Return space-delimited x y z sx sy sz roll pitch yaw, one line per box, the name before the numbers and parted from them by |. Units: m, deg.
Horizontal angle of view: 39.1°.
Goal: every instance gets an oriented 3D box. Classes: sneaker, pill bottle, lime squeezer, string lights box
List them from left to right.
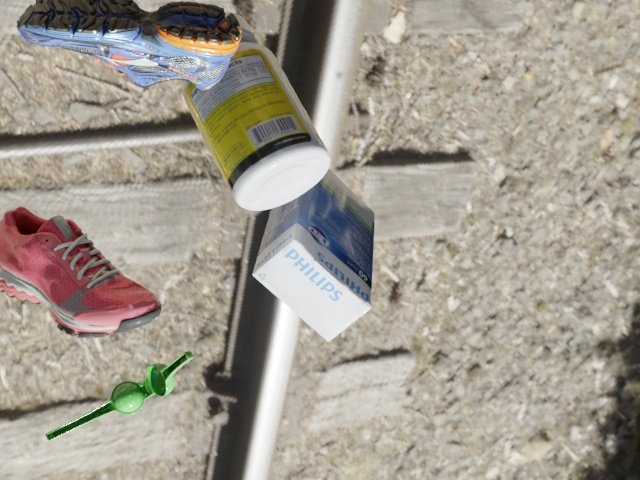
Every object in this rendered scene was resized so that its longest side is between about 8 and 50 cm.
sneaker | -0.363 0.039 1.296 0.116 0.314 0.136 -30 131 -51
sneaker | -0.194 -0.195 0.913 0.221 0.083 0.087 9 135 -6
lime squeezer | -0.306 0.255 1.482 0.310 0.110 0.058 -30 96 19
pill bottle | -0.084 -0.149 1.029 0.119 0.208 0.119 -25 161 -9
string lights box | 0.000 0.000 1.175 0.077 0.259 0.133 -40 107 22
